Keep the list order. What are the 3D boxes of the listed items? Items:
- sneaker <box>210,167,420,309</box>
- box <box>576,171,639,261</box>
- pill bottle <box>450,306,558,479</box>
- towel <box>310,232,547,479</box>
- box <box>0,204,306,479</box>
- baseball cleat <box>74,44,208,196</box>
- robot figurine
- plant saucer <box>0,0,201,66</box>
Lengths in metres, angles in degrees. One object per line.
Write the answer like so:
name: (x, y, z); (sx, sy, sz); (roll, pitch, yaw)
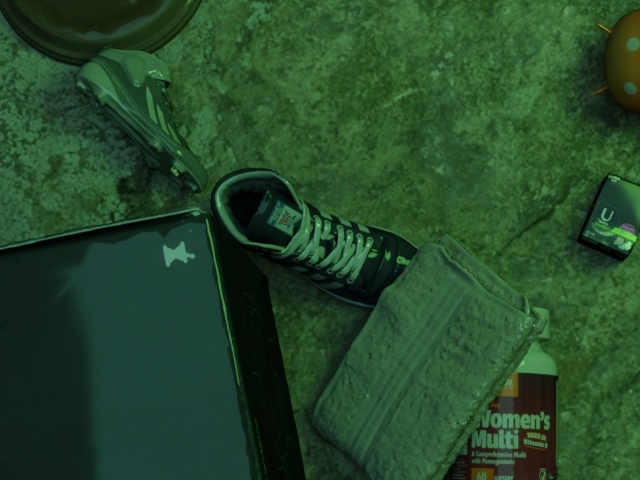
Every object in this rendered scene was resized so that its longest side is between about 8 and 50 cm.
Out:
sneaker: (0.000, 0.000, 1.813); (0.282, 0.153, 0.099); (22, 84, 6)
box: (0.344, -0.027, 1.851); (0.062, 0.052, 0.083); (24, 82, 5)
pill bottle: (0.207, 0.188, 1.790); (0.121, 0.121, 0.221); (1, 82, 3)
towel: (0.115, 0.145, 1.763); (0.187, 0.049, 0.282); (41, 105, 41)
box: (-0.172, 0.257, 1.622); (0.297, 0.472, 0.480); (-12, 80, 1)
baseball cleat: (-0.192, -0.152, 1.889); (0.206, 0.072, 0.109); (44, 65, -5)
robot figurine: (0.424, -0.204, 1.837); (0.219, 0.158, 0.128); (3, 59, 3)
plant saucer: (-0.271, -0.350, 1.940); (0.278, 0.041, 0.278); (-1, 82, 4)
